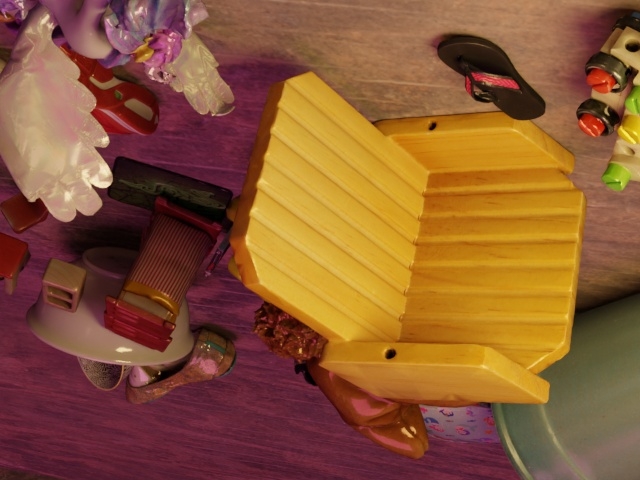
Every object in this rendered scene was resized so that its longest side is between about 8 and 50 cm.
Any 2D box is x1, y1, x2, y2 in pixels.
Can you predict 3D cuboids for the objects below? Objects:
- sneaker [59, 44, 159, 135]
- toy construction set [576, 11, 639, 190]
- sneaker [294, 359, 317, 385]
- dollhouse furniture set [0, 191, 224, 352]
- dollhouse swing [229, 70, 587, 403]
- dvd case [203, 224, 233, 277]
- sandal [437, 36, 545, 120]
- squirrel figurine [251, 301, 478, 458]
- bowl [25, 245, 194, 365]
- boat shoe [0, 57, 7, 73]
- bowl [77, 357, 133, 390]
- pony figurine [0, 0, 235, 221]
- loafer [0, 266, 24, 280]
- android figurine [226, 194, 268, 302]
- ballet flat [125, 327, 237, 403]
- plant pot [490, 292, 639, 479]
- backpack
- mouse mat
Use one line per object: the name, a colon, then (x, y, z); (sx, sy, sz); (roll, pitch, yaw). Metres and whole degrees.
sneaker: (-0.330, -0.196, 1.587); (0.128, 0.087, 0.221); (-8, 146, 35)
toy construction set: (0.396, -0.140, 1.284); (0.215, 0.151, 0.327); (32, 151, 17)
sneaker: (0.007, 0.261, 2.361); (0.063, 0.074, 0.170); (-14, 143, 43)
dollhouse furniture set: (-0.370, 0.010, 1.895); (0.374, 0.201, 0.152); (22, 156, -4)
dollhouse swing: (0.117, -0.028, 1.418); (0.315, 0.346, 0.305); (-1, 150, 27)
dvd case: (-0.151, 0.005, 1.907); (0.013, 0.087, 0.119); (32, 153, -1)
sandal: (0.206, -0.183, 1.411); (0.067, 0.040, 0.179); (-14, 144, 43)
squirrel figurine: (0.093, 0.123, 1.788); (0.397, 0.281, 0.370); (26, 162, -7)
bowl: (-0.352, 0.096, 2.064); (0.298, 0.134, 0.298); (13, -164, -4)
boat shoe: (-0.492, -0.170, 1.692); (0.089, 0.104, 0.285); (25, 151, -17)
bowl: (-0.422, 0.213, 2.422); (0.080, 0.170, 0.170); (-16, 179, -44)
pony figurine: (-0.251, -0.246, 1.298); (0.351, 0.303, 0.363); (54, 148, -7)
loafer: (-0.627, 0.064, 2.274); (0.170, 0.061, 0.062); (-12, 144, 40)
android figurine: (0.000, 0.000, 1.643); (0.273, 0.248, 0.056); (36, 146, 34)
ballet flat: (-0.319, 0.252, 2.457); (0.348, 0.123, 0.123); (-20, 139, 41)
plant pot: (0.497, 0.223, 1.809); (0.341, 0.341, 0.334); (26, 143, -25)
backpack: (0.268, 0.260, 2.129); (0.225, 0.191, 0.253); (-3, 155, 28)
mouse mat: (-0.241, -0.072, 1.885); (0.190, 0.007, 0.152); (16, 154, -8)
